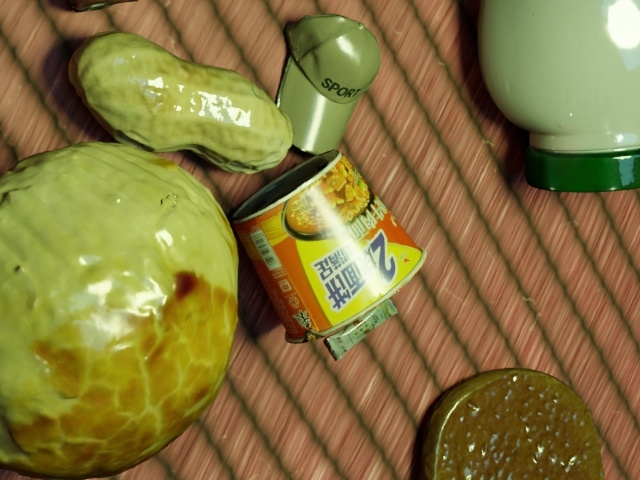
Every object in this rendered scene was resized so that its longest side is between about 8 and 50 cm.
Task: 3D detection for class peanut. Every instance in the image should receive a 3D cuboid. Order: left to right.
[{"bbox_3d":[-0.162,-0.158,1.628,0.290,0.130,0.130,16,87,-27],"label":"peanut"}]

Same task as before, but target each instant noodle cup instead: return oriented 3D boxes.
[{"bbox_3d":[0.000,0.000,1.694,0.213,0.213,0.174,-37,103,-21],"label":"instant noodle cup"}]

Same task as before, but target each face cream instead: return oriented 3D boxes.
[{"bbox_3d":[0.369,-0.255,1.836,0.312,0.219,0.357,-5,102,0],"label":"face cream"}]

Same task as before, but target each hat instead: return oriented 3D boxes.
[{"bbox_3d":[0.021,-0.191,1.746,0.147,0.085,0.175,17,85,-30],"label":"hat"}]

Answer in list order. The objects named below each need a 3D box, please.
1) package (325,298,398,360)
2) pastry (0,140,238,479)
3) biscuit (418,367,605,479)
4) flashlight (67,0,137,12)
[{"bbox_3d":[0.056,0.114,1.831,0.110,0.015,0.037,-38,116,-19],"label":"package"},{"bbox_3d":[-0.252,0.088,1.450,0.312,0.388,0.388,45,71,3],"label":"pastry"},{"bbox_3d":[0.251,0.375,1.929,0.350,0.070,0.394,-2,94,-26],"label":"biscuit"},{"bbox_3d":[-0.270,-0.384,1.578,0.093,0.093,0.232,-13,96,-27],"label":"flashlight"}]
